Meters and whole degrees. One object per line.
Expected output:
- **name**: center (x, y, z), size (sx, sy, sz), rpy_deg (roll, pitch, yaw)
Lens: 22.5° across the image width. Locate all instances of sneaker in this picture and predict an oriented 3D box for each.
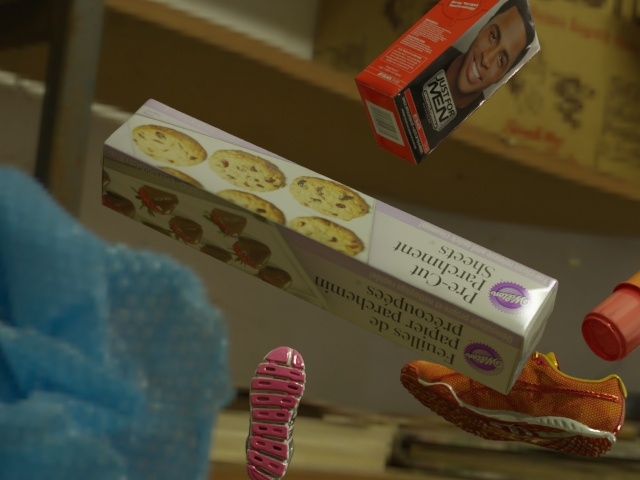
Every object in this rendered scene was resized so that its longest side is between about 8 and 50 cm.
- **sneaker**: center (-0.056, 0.210, 1.884), size (0.063, 0.170, 0.075), rpy_deg (8, -20, -2)
- **sneaker**: center (0.143, 0.112, 1.191), size (0.175, 0.067, 0.064), rpy_deg (11, -26, 25)

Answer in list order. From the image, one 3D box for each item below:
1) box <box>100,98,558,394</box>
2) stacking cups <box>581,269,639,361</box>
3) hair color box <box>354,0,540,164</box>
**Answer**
- **box**: center (0.000, 0.000, 1.104), size (0.324, 0.067, 0.063), rpy_deg (25, -42, 16)
- **stacking cups**: center (0.428, 0.039, 1.846), size (0.316, 0.096, 0.096), rpy_deg (-36, 17, -27)
- **hair color box**: center (0.094, -0.128, 1.171), size (0.043, 0.141, 0.072), rpy_deg (29, -26, 39)
